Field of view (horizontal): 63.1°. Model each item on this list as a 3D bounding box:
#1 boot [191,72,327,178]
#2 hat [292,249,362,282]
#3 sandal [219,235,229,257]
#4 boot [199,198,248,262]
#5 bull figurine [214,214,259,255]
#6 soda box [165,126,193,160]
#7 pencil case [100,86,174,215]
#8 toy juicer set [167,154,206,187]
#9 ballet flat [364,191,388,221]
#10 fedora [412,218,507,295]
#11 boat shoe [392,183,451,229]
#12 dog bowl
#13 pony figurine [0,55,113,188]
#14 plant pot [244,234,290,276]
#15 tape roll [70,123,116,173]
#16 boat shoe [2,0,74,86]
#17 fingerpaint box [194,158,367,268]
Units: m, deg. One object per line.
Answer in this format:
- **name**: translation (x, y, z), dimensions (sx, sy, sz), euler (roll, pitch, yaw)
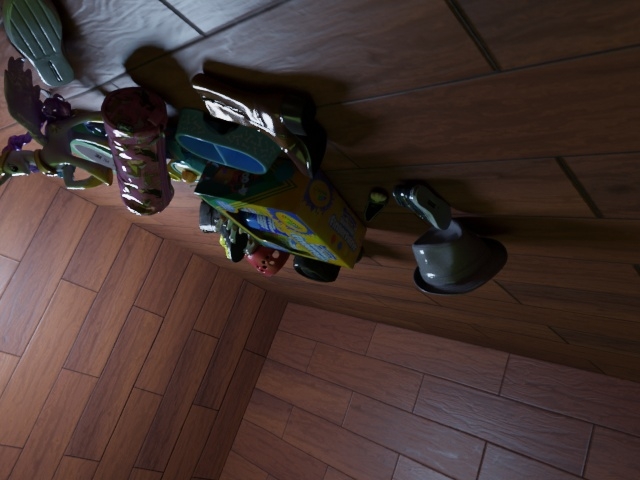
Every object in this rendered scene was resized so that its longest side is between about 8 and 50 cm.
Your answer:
- **boot**: translation (-0.137, -0.255, 1.200), dimensions (0.280, 0.096, 0.264), euler (17, 166, 19)
- **hat**: translation (-0.004, 0.087, 2.016), dimensions (0.331, 0.134, 0.331), euler (7, 162, 2)
- **sandal**: translation (-0.394, 0.029, 2.567), dimensions (0.138, 0.126, 0.317), euler (15, 166, 8)
- **boot**: translation (-0.403, -0.044, 2.114), dimensions (0.229, 0.263, 0.091), euler (0, -176, 40)
- **bull figurine**: translation (-0.257, -0.046, 2.003), dimensions (0.101, 0.188, 0.310), euler (24, 167, 48)
- **soda box**: translation (-0.461, -0.289, 1.545), dimensions (0.210, 0.067, 0.071), euler (12, 139, 35)
- **pencil case**: translation (-0.495, -0.233, 1.444), dimensions (0.160, 0.167, 0.386), euler (-10, 151, -19)
- **toy juicer set**: translation (-0.392, -0.213, 1.725), dimensions (0.209, 0.089, 0.329), euler (28, 164, -24)
- **ballet flat**: translation (0.155, -0.095, 1.462), dimensions (0.057, 0.049, 0.173), euler (19, 166, 4)
- **fedora**: translation (0.344, 0.027, 1.389), dimensions (0.124, 0.244, 0.275), euler (57, 172, -17)
- **boat shoe**: translation (0.261, -0.090, 1.327), dimensions (0.083, 0.065, 0.183), euler (17, 165, 48)
- **dog bowl**: translation (-0.254, -0.259, 1.394), dimensions (0.297, 0.074, 0.166), euler (19, 166, 11)
- **pony figurine**: translation (-0.772, -0.310, 1.519), dimensions (0.363, 0.351, 0.303), euler (3, 170, -4)
- **plant pot**: translation (-0.241, 0.032, 2.217), dimensions (0.174, 0.191, 0.191), euler (33, 162, -24)
- **tape roll**: translation (-0.754, -0.315, 1.863), dimensions (0.321, 0.077, 0.321), euler (21, 169, 4)
- **boat shoe**: translation (-0.623, -0.456, 1.143), dimensions (0.094, 0.109, 0.302), euler (62, 160, 10)
- **fingerpaint box**: translation (-0.108, -0.086, 1.636), dimensions (0.371, 0.163, 0.445), euler (13, 164, 28)
